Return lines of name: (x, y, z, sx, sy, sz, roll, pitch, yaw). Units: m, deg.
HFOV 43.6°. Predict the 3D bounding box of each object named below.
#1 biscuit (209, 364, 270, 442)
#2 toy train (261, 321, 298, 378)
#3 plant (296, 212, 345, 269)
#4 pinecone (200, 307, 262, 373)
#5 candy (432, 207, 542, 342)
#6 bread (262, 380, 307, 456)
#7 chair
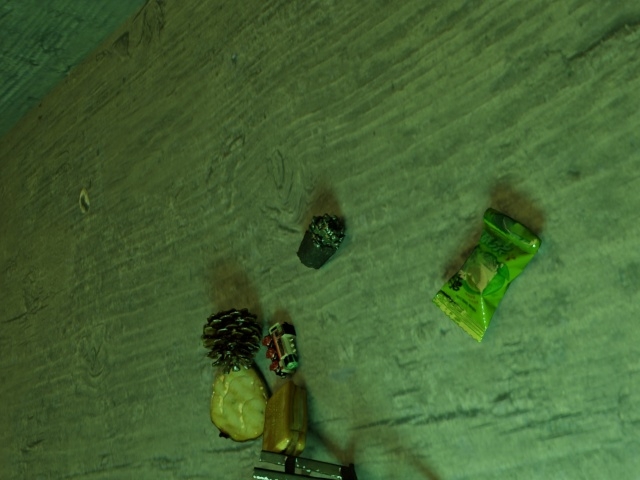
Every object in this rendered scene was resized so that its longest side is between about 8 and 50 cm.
biscuit: (-0.204, 0.427, 2.083, 0.260, 0.041, 0.203, 29, 93, 45)
toy train: (-0.095, 0.276, 2.012, 0.087, 0.050, 0.138, -39, 52, 26)
plant: (0.000, 0.000, 1.979, 0.143, 0.094, 0.092, -55, 34, 23)
pinecone: (-0.227, 0.266, 2.058, 0.163, 0.163, 0.165, -38, 40, 31)
candy: (0.337, 0.067, 1.628, 0.149, 0.069, 0.246, 40, 101, 40)
bread: (-0.082, 0.433, 1.896, 0.116, 0.077, 0.200, -56, 20, 31)
chair: (0.057, 0.581, 1.677, 0.240, 0.416, 0.203, 95, -175, -80)
